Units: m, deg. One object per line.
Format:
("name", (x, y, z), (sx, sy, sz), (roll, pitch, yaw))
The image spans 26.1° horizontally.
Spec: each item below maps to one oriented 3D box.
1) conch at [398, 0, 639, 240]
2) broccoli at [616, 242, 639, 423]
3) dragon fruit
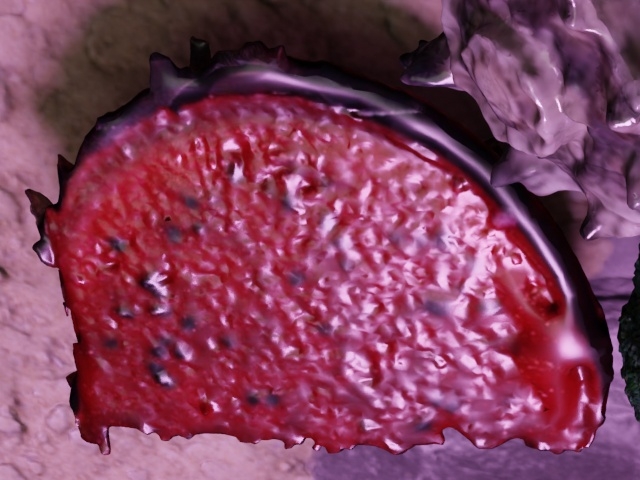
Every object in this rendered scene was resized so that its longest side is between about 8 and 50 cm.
("conch", (0.130, -0.123, 0.589), (0.186, 0.240, 0.313), (3, 151, -30))
("broccoli", (0.287, 0.044, 0.681), (0.297, 0.297, 0.297), (-3, 139, -32))
("dragon fruit", (0.000, 0.000, 0.811), (0.344, 0.100, 0.282), (2, 125, 12))
